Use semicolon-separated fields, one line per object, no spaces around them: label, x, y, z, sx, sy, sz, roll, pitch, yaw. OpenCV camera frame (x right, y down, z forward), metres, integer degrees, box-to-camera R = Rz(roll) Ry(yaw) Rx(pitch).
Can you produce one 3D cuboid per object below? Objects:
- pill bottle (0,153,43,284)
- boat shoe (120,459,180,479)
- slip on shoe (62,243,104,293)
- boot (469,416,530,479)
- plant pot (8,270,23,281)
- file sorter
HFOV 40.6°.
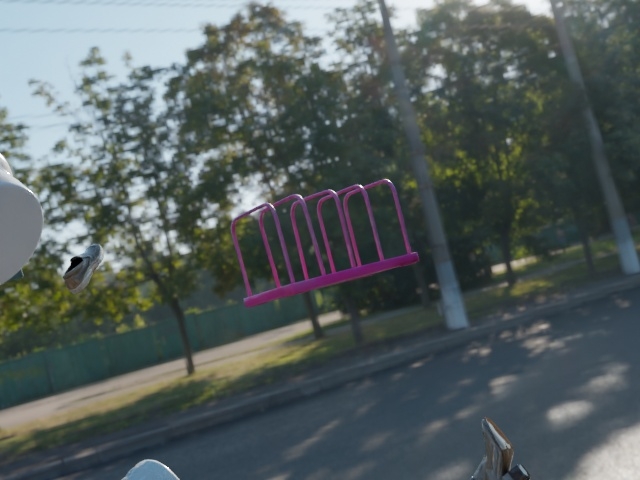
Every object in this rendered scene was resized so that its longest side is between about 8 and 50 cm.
pill bottle;-0.447;-0.068;0.960;0.283;0.160;0.160;33;24;28
boat shoe;-0.093;0.315;0.772;0.136;0.367;0.156;5;46;35
slip on shoe;-0.436;0.042;1.583;0.051;0.041;0.135;-23;29;24
boot;0.225;0.309;1.161;0.042;0.118;0.087;22;-64;-40
plant pot;-0.669;0.006;1.504;0.234;0.165;0.166;-22;31;-18
file sorter;0.000;0.000;1.685;0.291;0.182;0.202;-13;-4;-32
